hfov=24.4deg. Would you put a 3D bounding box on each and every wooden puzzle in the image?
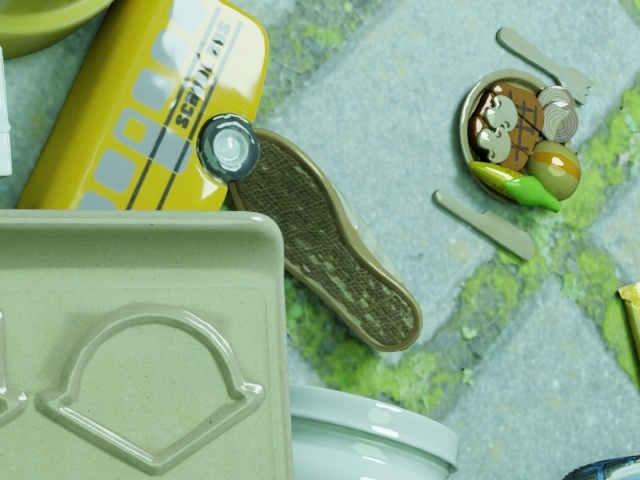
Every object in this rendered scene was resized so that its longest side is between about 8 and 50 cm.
[{"bbox_3d":[-0.175,0.158,0.888,0.322,0.080,0.348,0,84,-18],"label":"wooden puzzle"}]

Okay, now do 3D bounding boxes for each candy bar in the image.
[{"bbox_3d":[0.310,0.117,1.372,0.040,0.018,0.161,-13,90,-27],"label":"candy bar"}]

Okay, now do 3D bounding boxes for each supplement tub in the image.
[{"bbox_3d":[-0.009,0.256,1.072,0.191,0.191,0.272,22,73,-25],"label":"supplement tub"}]

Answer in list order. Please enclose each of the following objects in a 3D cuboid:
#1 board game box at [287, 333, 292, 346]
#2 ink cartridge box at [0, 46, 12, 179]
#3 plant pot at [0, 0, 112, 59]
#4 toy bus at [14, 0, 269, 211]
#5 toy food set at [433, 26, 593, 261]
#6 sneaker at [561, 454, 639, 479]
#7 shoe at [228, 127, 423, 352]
[{"bbox_3d":[-0.103,0.137,1.061,0.060,0.194,0.194,31,84,-22],"label":"board game box"},{"bbox_3d":[-0.269,-0.079,0.996,0.092,0.143,0.090,-3,85,-30],"label":"ink cartridge box"},{"bbox_3d":[-0.209,-0.269,1.003,0.254,0.239,0.254,4,82,-29],"label":"plant pot"},{"bbox_3d":[-0.144,-0.023,1.080,0.130,0.108,0.333,30,70,-23],"label":"toy bus"},{"bbox_3d":[0.182,-0.092,1.315,0.132,0.038,0.192,30,70,-23],"label":"toy food set"},{"bbox_3d":[0.306,0.229,1.319,0.211,0.080,0.081,1,80,-28],"label":"sneaker"},{"bbox_3d":[0.000,0.000,1.196,0.076,0.058,0.219,-37,100,6],"label":"shoe"}]
